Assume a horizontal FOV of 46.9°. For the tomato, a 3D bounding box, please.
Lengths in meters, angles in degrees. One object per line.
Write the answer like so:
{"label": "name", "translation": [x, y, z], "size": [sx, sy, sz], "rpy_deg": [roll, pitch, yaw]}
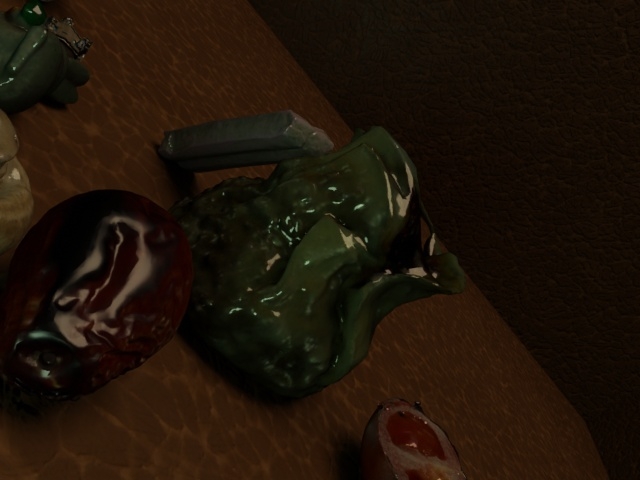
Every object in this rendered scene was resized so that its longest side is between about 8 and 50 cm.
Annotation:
{"label": "tomato", "translation": [0.121, 0.344, 1.056], "size": [0.199, 0.112, 0.228], "rpy_deg": [31, 27, -36]}

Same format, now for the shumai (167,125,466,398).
{"label": "shumai", "translation": [0.000, 0.000, 1.037], "size": [0.395, 0.348, 0.395], "rpy_deg": [42, 20, -19]}

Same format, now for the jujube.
{"label": "jujube", "translation": [-0.209, 0.050, 0.687], "size": [0.168, 0.168, 0.236], "rpy_deg": [47, 23, -18]}

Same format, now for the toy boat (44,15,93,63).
{"label": "toy boat", "translation": [-0.388, -0.300, 1.100], "size": [0.084, 0.066, 0.210], "rpy_deg": [32, 13, -27]}

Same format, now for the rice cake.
{"label": "rice cake", "translation": [-0.128, -0.150, 1.159], "size": [0.106, 0.298, 0.050], "rpy_deg": [27, 69, -49]}

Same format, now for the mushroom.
{"label": "mushroom", "translation": [-0.325, -0.058, 0.636], "size": [0.166, 0.127, 0.166], "rpy_deg": [40, 23, -21]}

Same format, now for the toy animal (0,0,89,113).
{"label": "toy animal", "translation": [-0.367, -0.216, 0.919], "size": [0.125, 0.127, 0.251], "rpy_deg": [58, -2, -5]}
